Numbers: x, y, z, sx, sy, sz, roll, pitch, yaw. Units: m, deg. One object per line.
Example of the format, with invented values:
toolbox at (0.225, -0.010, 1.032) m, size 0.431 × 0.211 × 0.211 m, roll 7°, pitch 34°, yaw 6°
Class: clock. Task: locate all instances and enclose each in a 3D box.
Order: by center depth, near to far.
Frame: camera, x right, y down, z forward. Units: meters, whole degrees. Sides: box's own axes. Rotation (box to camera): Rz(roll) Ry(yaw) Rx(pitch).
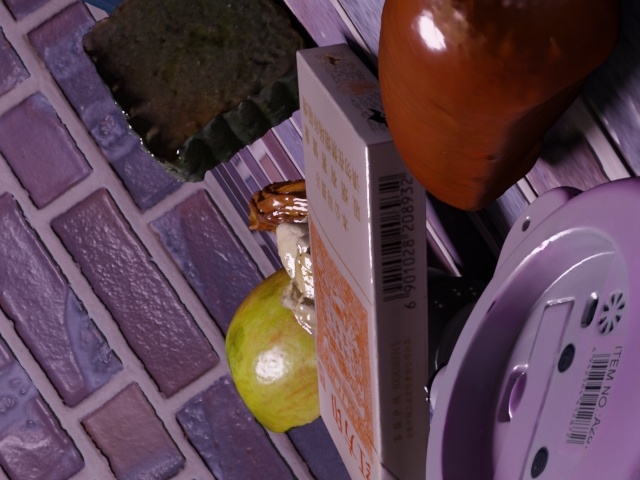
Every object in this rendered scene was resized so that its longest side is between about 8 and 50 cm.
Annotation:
clock at (0.129, 0.074, 0.608) m, size 0.090 × 0.228 × 0.248 m, roll 22°, pitch 167°, yaw -13°

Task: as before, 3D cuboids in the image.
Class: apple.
apple at (-0.002, 0.150, 1.829) m, size 0.246 × 0.226 × 0.246 m, roll 56°, pitch 176°, yaw 6°

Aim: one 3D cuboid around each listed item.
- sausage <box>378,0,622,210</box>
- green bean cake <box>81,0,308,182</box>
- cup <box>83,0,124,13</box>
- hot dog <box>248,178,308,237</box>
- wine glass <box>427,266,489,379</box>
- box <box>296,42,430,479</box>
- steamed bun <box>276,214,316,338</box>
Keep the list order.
sausage at (0.078, -0.083, 0.716) m, size 0.097 × 0.094 × 0.348 m, roll 59°, pitch 174°, yaw 8°
green bean cake at (-0.108, -0.165, 1.321) m, size 0.173 × 0.181 × 0.094 m, roll 54°, pitch -178°, yaw 21°
cup at (-0.201, -0.297, 1.420) m, size 0.138 × 0.113 × 0.150 m, roll 21°, pitch -135°, yaw -22°
hot dog at (-0.003, 0.002, 1.603) m, size 0.175 × 0.114 × 0.259 m, roll 56°, pitch 174°, yaw -4°
wine glass at (0.116, 0.079, 1.185) m, size 0.103 × 0.103 × 0.231 m, roll 58°, pitch 175°, yaw -10°
box at (0.036, 0.044, 1.145) m, size 0.205 × 0.051 × 0.365 m, roll -121°, pitch 24°, yaw -59°
steamed bun at (0.040, 0.039, 1.384) m, size 0.192 × 0.106 × 0.177 m, roll 46°, pitch -164°, yaw 1°
